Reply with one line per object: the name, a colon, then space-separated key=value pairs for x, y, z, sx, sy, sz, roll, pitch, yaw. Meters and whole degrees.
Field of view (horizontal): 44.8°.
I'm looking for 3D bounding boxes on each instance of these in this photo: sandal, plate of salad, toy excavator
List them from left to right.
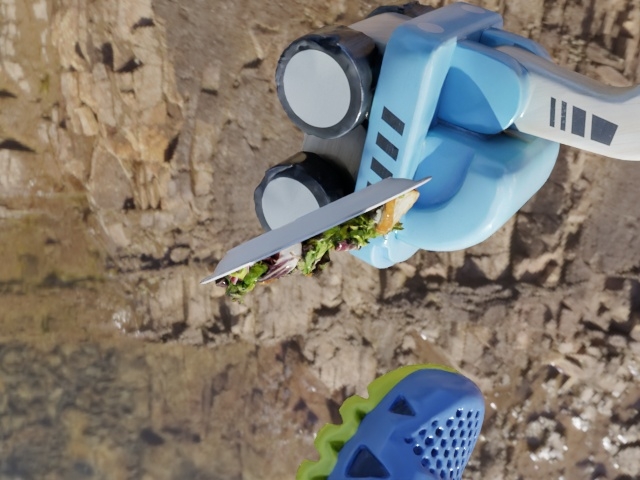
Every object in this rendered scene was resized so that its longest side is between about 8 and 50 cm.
plate of salad: x=0.000 y=0.000 z=0.612 sx=0.199 sy=0.200 sz=0.048 roll=-25 pitch=93 yaw=-9
sandal: x=0.036 y=0.227 z=0.433 sx=0.126 sy=0.138 sz=0.318 roll=26 pitch=81 yaw=-48
toy excavator: x=0.194 y=-0.125 z=0.777 sx=0.222 sy=0.445 sz=0.433 roll=-37 pitch=146 yaw=-50
